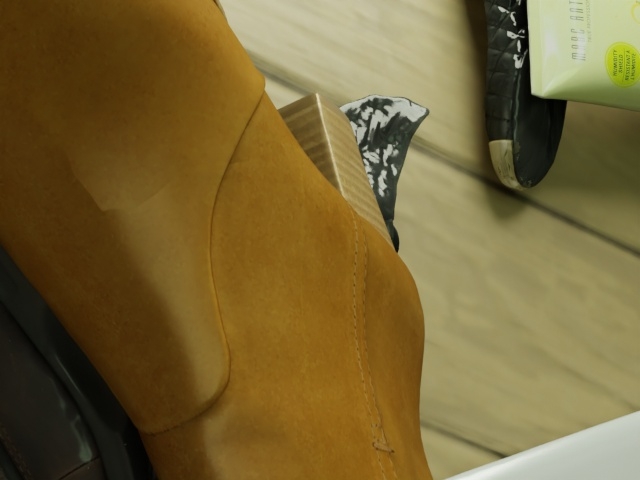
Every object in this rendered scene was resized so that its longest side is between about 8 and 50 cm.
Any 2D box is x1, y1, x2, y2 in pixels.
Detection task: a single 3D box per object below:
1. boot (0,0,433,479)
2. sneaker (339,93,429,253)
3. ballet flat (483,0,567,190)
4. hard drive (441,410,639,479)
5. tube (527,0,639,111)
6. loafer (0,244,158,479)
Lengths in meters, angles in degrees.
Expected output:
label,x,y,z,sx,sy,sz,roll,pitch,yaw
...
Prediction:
label,x,y,z,sx,sy,sz,roll,pitch,yaw
boot,-0.047,0.024,0.439,0.295,0.104,0.211,21,49,-52
sneaker,-0.001,0.001,0.617,0.089,0.051,0.170,17,60,-18
ballet flat,0.104,-0.107,0.734,0.057,0.049,0.173,24,61,-50
hard drive,0.203,0.177,0.662,0.308,0.040,0.203,-12,76,-32
tube,0.208,-0.099,0.755,0.240,0.062,0.070,10,29,-30
loafer,-0.091,0.079,0.528,0.302,0.095,0.109,63,28,2
